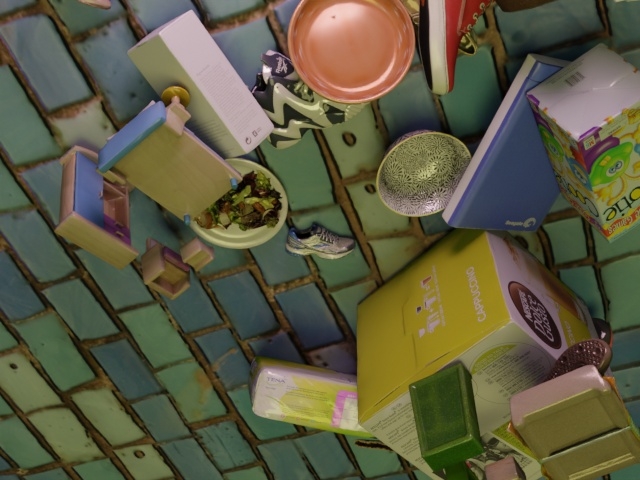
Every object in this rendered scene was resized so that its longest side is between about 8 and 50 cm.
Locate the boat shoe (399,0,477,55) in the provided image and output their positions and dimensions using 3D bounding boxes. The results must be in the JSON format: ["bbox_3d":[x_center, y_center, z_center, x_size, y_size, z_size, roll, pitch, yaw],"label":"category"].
[{"bbox_3d":[0.189,-0.348,1.261,0.153,0.048,0.056,35,118,-21],"label":"boat shoe"}]

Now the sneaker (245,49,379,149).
[{"bbox_3d":[-0.024,-0.261,1.296,0.235,0.094,0.153,-21,130,27],"label":"sneaker"}]

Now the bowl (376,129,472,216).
[{"bbox_3d":[0.172,-0.133,1.382,0.170,0.080,0.170,-6,129,-7],"label":"bowl"}]

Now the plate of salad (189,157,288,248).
[{"bbox_3d":[-0.160,-0.061,1.464,0.200,0.048,0.199,1,124,1],"label":"plate of salad"}]

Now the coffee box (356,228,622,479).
[{"bbox_3d":[0.296,0.218,1.470,0.334,0.337,0.338,39,117,-22],"label":"coffee box"}]

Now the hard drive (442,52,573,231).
[{"bbox_3d":[0.362,-0.153,1.352,0.210,0.040,0.318,2,128,-30],"label":"hard drive"}]

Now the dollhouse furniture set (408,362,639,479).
[{"bbox_3d":[0.319,0.278,1.220,0.302,0.151,0.197,-27,121,18],"label":"dollhouse furniture set"}]

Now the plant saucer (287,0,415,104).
[{"bbox_3d":[0.047,-0.310,1.246,0.200,0.037,0.199,0,87,-3],"label":"plant saucer"}]

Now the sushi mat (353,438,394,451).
[{"bbox_3d":[0.215,0.419,1.613,0.151,0.019,0.317,-4,166,37],"label":"sushi mat"}]

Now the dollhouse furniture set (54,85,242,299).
[{"bbox_3d":[-0.257,-0.108,1.348,0.303,0.198,0.286,-37,131,19],"label":"dollhouse furniture set"}]

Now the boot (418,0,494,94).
[{"bbox_3d":[0.240,-0.346,1.206,0.176,0.088,0.244,-3,103,-6],"label":"boot"}]

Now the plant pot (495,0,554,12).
[{"bbox_3d":[0.270,-0.438,1.073,0.215,0.215,0.230,-16,111,11],"label":"plant pot"}]

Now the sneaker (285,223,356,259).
[{"bbox_3d":[0.000,0.000,1.502,0.135,0.052,0.058,0,120,0],"label":"sneaker"}]

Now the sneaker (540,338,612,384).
[{"bbox_3d":[0.401,0.223,1.245,0.071,0.066,0.188,14,129,-28],"label":"sneaker"}]

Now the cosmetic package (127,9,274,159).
[{"bbox_3d":[-0.192,-0.243,1.280,0.117,0.085,0.231,-6,126,50],"label":"cosmetic package"}]

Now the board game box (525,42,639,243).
[{"bbox_3d":[0.458,-0.149,1.273,0.144,0.142,0.275,-35,137,4],"label":"board game box"}]

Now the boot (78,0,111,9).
[{"bbox_3d":[-0.372,-0.420,1.228,0.118,0.042,0.087,20,120,-13],"label":"boot"}]

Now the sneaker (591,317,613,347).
[{"bbox_3d":[0.546,0.275,1.660,0.136,0.116,0.313,5,132,-15],"label":"sneaker"}]

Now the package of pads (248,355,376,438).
[{"bbox_3d":[0.003,0.317,1.609,0.297,0.229,0.101,12,87,-7],"label":"package of pads"}]
